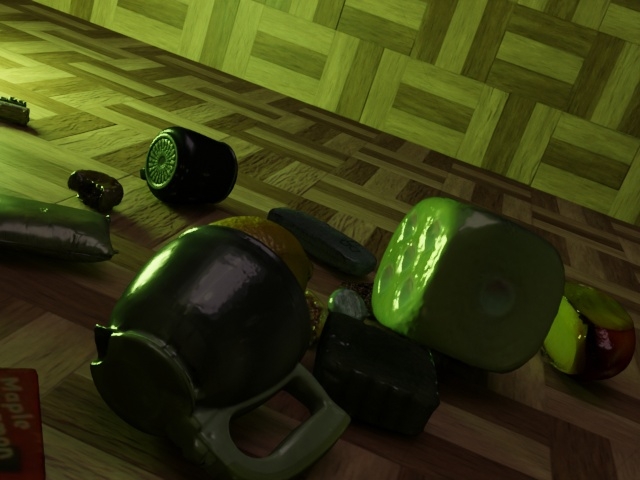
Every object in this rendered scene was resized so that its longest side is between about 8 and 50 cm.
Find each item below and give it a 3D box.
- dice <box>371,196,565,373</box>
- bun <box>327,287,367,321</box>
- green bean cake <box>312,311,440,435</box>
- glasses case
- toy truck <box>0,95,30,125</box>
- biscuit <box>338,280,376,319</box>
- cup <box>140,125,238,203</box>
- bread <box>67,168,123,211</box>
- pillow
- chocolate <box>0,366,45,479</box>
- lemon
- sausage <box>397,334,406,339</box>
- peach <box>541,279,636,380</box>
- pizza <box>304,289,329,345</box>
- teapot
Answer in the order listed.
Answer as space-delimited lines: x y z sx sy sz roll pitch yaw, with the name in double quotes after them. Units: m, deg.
0.258 0.077 1.340 0.252 0.254 0.250 24 2 -17 "dice"
0.046 0.126 1.391 0.083 0.045 0.083 24 43 -25 "bun"
0.081 0.204 1.153 0.185 0.094 0.183 18 19 -4 "green bean cake"
0.000 0.000 1.664 0.282 0.067 0.109 33 21 30 "glasses case"
-0.766 -0.319 1.833 0.123 0.052 0.063 14 26 -19 "toy truck"
0.158 0.123 1.543 0.231 0.025 0.131 5 24 -34 "biscuit"
-0.306 -0.161 1.707 0.223 0.169 0.177 -5 -6 43 "cup"
-0.449 -0.100 1.529 0.113 0.060 0.082 29 22 22 "bread"
-0.493 -0.024 1.265 0.302 0.075 0.185 9 20 -20 "pillow"
-0.372 0.210 0.705 0.235 0.108 0.237 11 20 -26 "chocolate"
-0.122 0.054 1.225 0.257 0.188 0.188 -5 30 -38 "lemon"
0.102 0.189 1.302 0.034 0.034 0.129 33 24 34 "sausage"
0.538 0.195 1.496 0.154 0.158 0.267 3 21 -12 "peach"
-0.042 0.125 1.330 0.131 0.041 0.178 18 19 3 "pizza"
-0.147 0.166 0.962 0.239 0.321 0.239 -15 17 35 "teapot"
